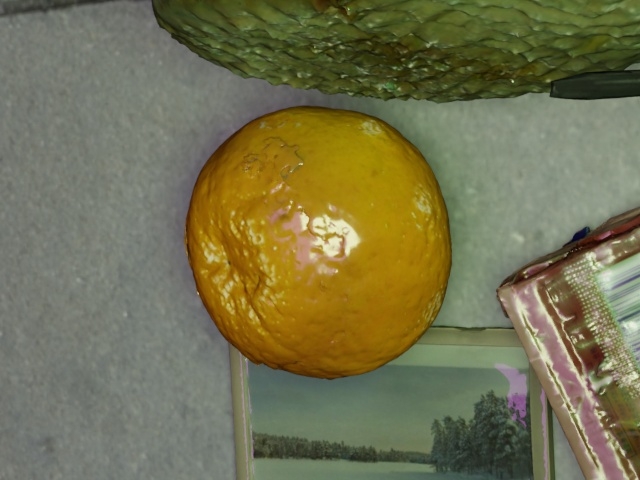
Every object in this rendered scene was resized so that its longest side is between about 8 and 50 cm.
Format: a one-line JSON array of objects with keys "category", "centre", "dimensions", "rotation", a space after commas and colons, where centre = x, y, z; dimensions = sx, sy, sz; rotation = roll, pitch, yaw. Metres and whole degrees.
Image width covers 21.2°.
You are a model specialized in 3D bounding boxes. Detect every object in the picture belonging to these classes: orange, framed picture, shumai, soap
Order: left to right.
[{"category": "orange", "centre": [0.000, 0.001, 1.333], "dimensions": [0.219, 0.193, 0.219], "rotation": [39, 150, 27]}, {"category": "framed picture", "centre": [0.057, 0.174, 1.431], "dimensions": [0.289, 0.016, 0.213], "rotation": [0, 97, 26]}, {"category": "shumai", "centre": [0.077, -0.274, 1.215], "dimensions": [0.397, 0.324, 0.323], "rotation": [-3, 78, 32]}, {"category": "soap", "centre": [0.262, 0.110, 1.276], "dimensions": [0.218, 0.098, 0.273], "rotation": [-28, 85, 27]}]

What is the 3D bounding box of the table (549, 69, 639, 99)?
[{"category": "table", "centre": [0.338, -0.110, 1.053], "dimensions": [0.317, 0.249, 0.317], "rotation": [1, 91, 51]}]
